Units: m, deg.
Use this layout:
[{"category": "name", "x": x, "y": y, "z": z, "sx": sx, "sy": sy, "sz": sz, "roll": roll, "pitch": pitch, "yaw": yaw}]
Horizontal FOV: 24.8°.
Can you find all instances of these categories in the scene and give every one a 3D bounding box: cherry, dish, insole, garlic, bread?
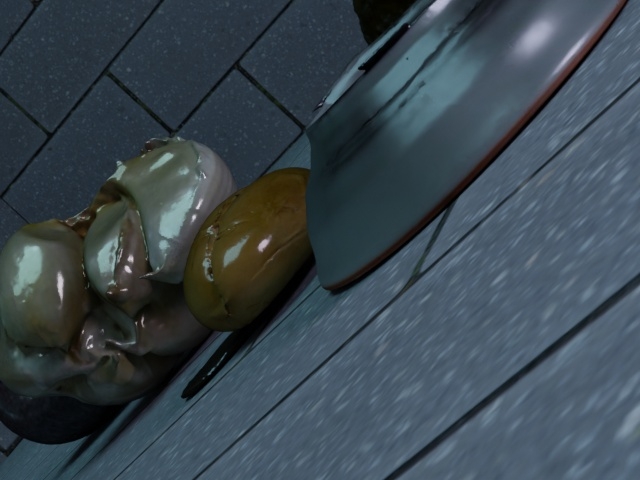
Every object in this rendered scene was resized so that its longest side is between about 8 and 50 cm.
[{"category": "cherry", "x": -0.272, "y": 0.143, "z": 1.558, "sx": 0.176, "sy": 0.140, "sz": 0.176, "roll": -31, "pitch": -15, "yaw": -9}, {"category": "dish", "x": 0.064, "y": -0.093, "z": 0.859, "sx": 0.260, "sy": 0.085, "sz": 0.260, "roll": -46, "pitch": 5, "yaw": 5}, {"category": "insole", "x": 0.000, "y": 0.000, "z": 1.119, "sx": 0.328, "sy": 0.007, "sz": 0.111, "roll": -49, "pitch": 4, "yaw": -21}, {"category": "garlic", "x": -0.178, "y": 0.053, "z": 1.327, "sx": 0.281, "sy": 0.185, "sz": 0.203, "roll": -27, "pitch": 33, "yaw": 2}, {"category": "bread", "x": -0.046, "y": -0.001, "z": 1.067, "sx": 0.114, "sy": 0.077, "sz": 0.189, "roll": -49, "pitch": 6, "yaw": 30}]

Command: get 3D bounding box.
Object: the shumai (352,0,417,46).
[{"category": "shumai", "x": 0.143, "y": -0.210, "z": 0.994, "sx": 0.222, "sy": 0.203, "sz": 0.272, "roll": -64, "pitch": -23, "yaw": -11}]
